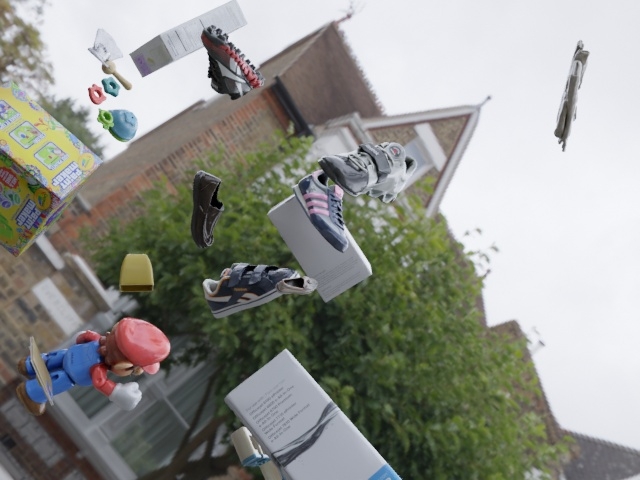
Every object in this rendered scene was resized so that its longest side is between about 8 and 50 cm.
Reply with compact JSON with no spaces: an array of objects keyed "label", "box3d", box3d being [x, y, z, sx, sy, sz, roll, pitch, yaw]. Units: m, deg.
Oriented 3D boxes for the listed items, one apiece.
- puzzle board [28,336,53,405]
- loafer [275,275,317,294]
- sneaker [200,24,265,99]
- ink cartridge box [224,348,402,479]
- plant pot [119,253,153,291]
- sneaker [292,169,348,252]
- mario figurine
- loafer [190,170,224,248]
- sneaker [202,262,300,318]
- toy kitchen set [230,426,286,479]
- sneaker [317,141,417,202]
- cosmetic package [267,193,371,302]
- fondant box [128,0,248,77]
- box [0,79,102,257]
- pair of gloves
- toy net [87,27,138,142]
[{"label":"puzzle board","box3d":[-0.520,0.241,1.326,0.128,0.011,0.096,30,-42,65]},{"label":"loafer","box3d":[-0.056,0.115,1.863,0.039,0.125,0.045,-52,-127,44]},{"label":"sneaker","box3d":[-0.266,-0.480,1.980,0.097,0.135,0.276,55,6,28]},{"label":"ink cartridge box","box3d":[0.004,0.351,1.143,0.307,0.129,0.223,46,-15,24]},{"label":"plant pot","box3d":[-0.456,0.078,1.769,0.081,0.082,0.083,132,-44,-68]},{"label":"sneaker","box3d":[0.025,-0.102,2.194,0.112,0.131,0.319,39,15,-51]},{"label":"mario figurine","box3d":[-0.477,0.283,1.556,0.170,0.321,0.198,65,8,-85]},{"label":"loafer","box3d":[-0.303,-0.077,1.934,0.078,0.080,0.220,8,-64,9]},{"label":"sneaker","box3d":[-0.219,0.130,2.142,0.321,0.126,0.127,-22,-75,23]},{"label":"toy kitchen set","box3d":[-0.069,0.423,1.468,0.122,0.166,0.207,63,1,20]},{"label":"sneaker","box3d":[0.120,-0.183,1.692,0.146,0.330,0.122,-47,-113,23]},{"label":"cosmetic package","box3d":[0.000,0.000,2.434,0.365,0.197,0.155,58,7,-6]},{"label":"fondant box","box3d":[-0.438,-0.669,2.370,0.238,0.330,0.096,-5,-63,52]},{"label":"box","box3d":[-0.727,-0.164,1.696,0.279,0.177,0.290,42,-50,-12]},{"label":"pair of gloves","box3d":[0.583,-0.338,1.651,0.042,0.240,0.204,13,-52,14]},{"label":"toy net","box3d":[-0.425,-0.309,1.404,0.045,0.122,0.232,-25,-103,30]}]
